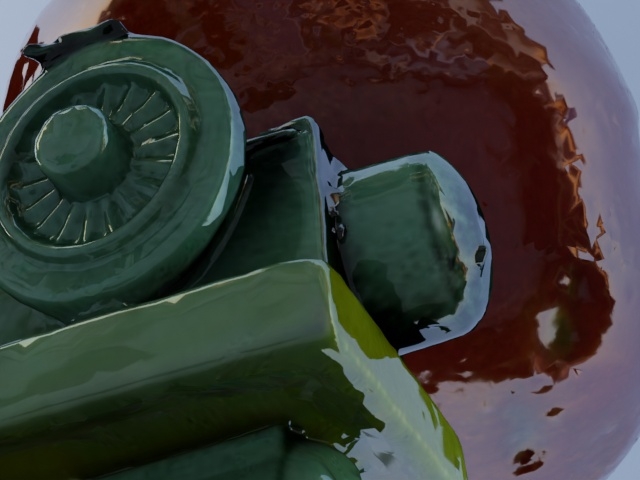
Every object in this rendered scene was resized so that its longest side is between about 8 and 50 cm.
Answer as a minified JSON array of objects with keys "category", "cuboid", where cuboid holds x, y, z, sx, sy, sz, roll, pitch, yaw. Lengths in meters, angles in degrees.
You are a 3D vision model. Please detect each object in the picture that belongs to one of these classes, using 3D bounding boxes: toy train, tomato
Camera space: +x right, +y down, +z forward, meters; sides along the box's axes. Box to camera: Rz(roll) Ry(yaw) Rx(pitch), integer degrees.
[{"category":"toy train","cuboid":[-0.122,0.085,0.497,0.368,0.150,0.237,-17,-128,16]},{"category":"tomato","cuboid":[0.000,0.000,0.820,0.289,0.325,0.293,-4,-124,-19]}]
